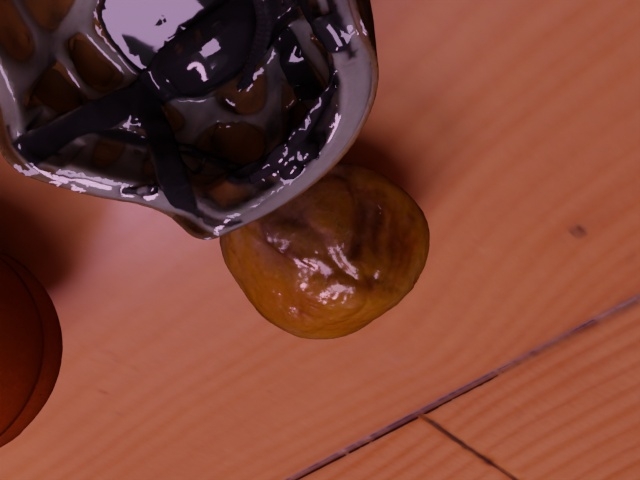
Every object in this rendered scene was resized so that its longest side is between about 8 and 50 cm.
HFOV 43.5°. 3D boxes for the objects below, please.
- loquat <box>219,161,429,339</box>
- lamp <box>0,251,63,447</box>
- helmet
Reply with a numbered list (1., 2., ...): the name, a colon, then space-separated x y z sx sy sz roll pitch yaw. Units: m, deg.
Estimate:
1. loquat: 0.000 0.000 0.525 0.137 0.113 0.137 19 149 12
2. lamp: -0.289 0.073 0.535 0.223 0.196 0.223 -2 171 0
3. helmet: -0.076 -0.118 0.402 0.224 0.130 0.198 32 122 -12
